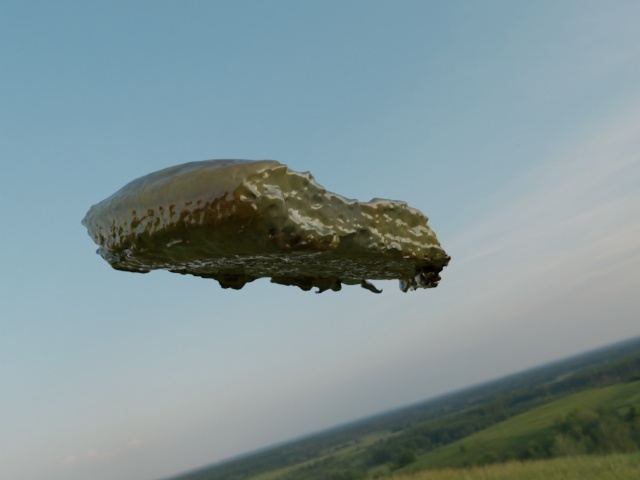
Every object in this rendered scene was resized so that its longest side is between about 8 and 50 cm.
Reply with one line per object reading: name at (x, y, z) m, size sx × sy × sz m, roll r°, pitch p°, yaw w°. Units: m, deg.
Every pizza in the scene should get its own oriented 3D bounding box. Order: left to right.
pizza at (0.000, 0.001, 0.476) m, size 0.189 × 0.071 × 0.296 m, roll -12°, pitch -20°, yaw 44°
